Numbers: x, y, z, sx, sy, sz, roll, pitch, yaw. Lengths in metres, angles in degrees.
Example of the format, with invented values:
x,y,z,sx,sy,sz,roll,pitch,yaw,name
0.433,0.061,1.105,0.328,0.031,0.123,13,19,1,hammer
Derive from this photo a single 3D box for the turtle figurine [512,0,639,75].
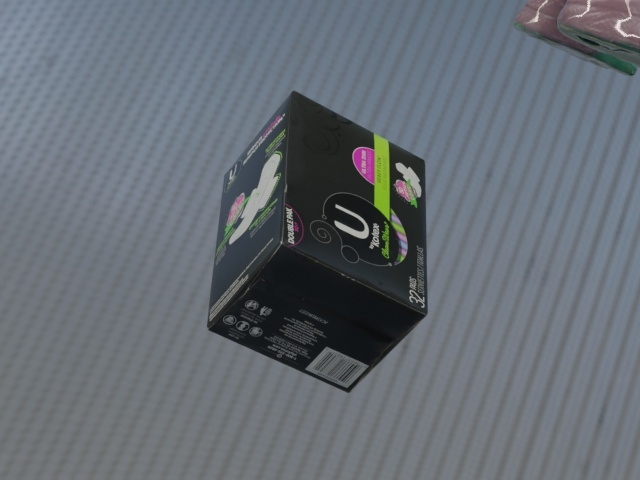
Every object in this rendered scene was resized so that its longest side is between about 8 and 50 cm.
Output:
x,y,z,sx,sy,sz,roll,pitch,yaw,name
0.153,-0.184,0.667,0.118,0.175,0.234,23,95,9,turtle figurine

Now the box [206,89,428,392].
x,y,z,sx,sy,sz,roll,pitch,yaw,name
0.000,0.000,0.599,0.052,0.062,0.083,-48,26,36,box
